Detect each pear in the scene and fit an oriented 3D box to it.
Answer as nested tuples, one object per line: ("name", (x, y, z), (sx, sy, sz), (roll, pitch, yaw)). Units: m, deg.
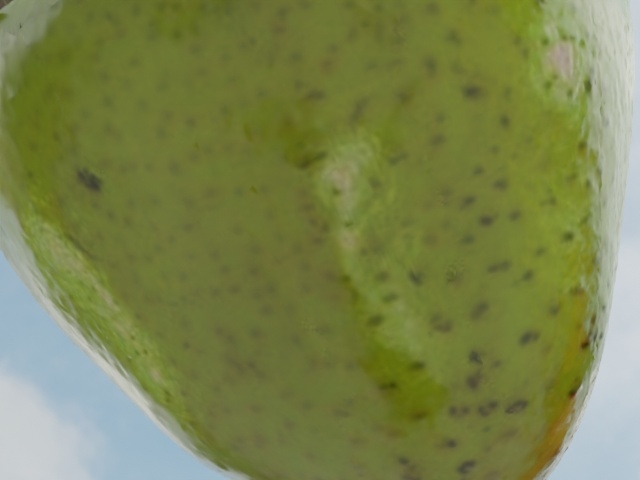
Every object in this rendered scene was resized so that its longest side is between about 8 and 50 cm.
("pear", (0.000, 0.000, 0.632), (0.342, 0.238, 0.318), (-24, -88, 27))

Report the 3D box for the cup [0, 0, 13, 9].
("cup", (-0.108, -0.246, 0.836), (0.301, 0.227, 0.257), (-19, -46, -16))
